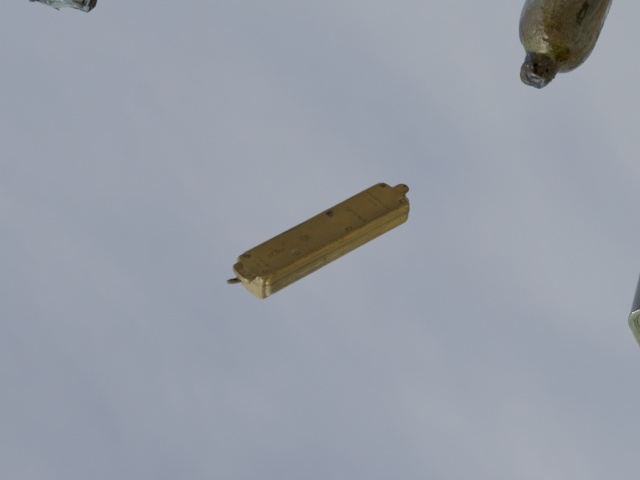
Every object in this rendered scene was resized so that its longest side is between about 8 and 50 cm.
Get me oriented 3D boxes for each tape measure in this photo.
[{"bbox_3d":[-0.282,-0.276,2.000,0.091,0.054,0.094,13,-177,-13],"label":"tape measure"}]

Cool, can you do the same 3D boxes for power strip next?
[{"bbox_3d":[0.000,0.000,2.453,0.305,0.044,0.064,-28,-129,-31],"label":"power strip"}]

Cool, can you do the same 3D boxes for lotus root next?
[{"bbox_3d":[0.289,-0.262,2.203,0.113,0.088,0.192,48,-120,-41],"label":"lotus root"}]

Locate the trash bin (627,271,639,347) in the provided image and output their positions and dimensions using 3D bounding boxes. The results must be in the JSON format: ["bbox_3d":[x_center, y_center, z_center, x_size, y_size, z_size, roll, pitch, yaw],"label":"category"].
[{"bbox_3d":[0.425,0.061,2.019,0.164,0.122,0.240,60,-153,-23],"label":"trash bin"}]
